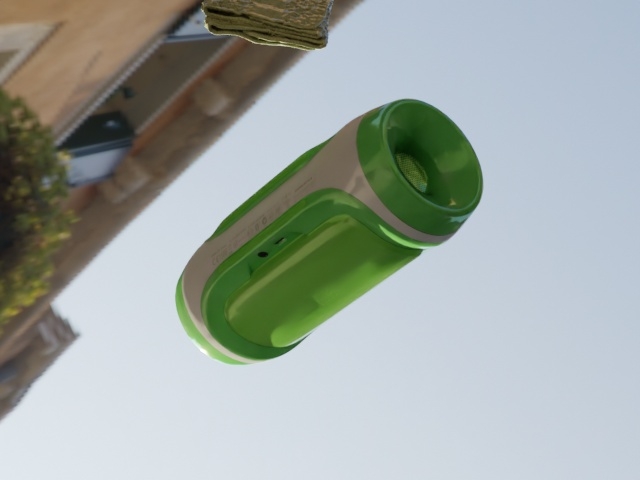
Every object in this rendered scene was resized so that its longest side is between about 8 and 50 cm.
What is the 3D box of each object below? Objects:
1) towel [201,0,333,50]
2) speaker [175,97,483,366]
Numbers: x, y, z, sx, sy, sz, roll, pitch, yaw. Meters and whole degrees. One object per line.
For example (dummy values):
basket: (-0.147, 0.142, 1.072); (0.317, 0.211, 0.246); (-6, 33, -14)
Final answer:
towel: (-0.042, -0.204, 1.372); (0.110, 0.148, 0.027); (13, -57, -3)
speaker: (0.000, 0.000, 1.367); (0.296, 0.131, 0.131); (-37, -94, 41)
